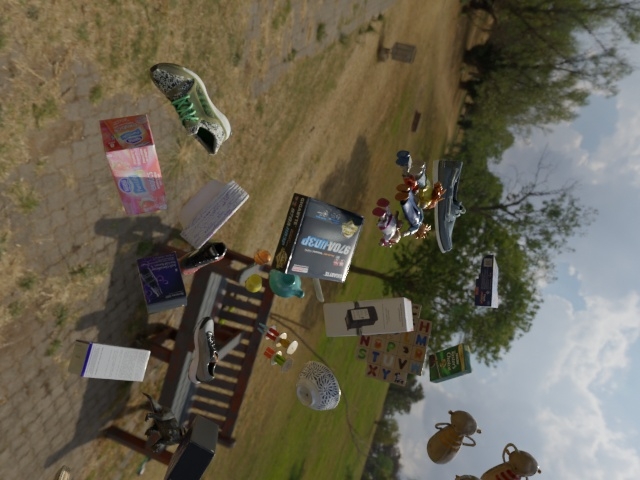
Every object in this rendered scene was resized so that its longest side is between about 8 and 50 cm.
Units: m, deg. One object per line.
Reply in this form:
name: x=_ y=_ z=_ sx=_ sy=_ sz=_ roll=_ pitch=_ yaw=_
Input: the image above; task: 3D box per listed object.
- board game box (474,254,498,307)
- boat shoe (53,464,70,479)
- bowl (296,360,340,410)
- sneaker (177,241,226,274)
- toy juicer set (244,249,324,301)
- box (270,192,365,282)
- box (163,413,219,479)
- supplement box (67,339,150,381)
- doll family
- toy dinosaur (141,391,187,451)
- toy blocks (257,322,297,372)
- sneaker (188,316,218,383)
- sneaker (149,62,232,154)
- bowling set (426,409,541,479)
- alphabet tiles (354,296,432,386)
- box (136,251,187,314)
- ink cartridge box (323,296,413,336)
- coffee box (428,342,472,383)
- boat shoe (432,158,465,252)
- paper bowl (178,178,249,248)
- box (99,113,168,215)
board game box: x=0.618 y=0.174 z=1.653 sx=0.194 sy=0.060 sz=0.194 roll=43 pitch=53 yaw=-55
boat shoe: x=-0.696 y=0.692 z=1.199 sx=0.063 sy=0.059 sz=0.170 roll=-50 pitch=-150 yaw=21
bowl: x=-0.026 y=0.487 z=1.457 sx=0.080 sy=0.170 sz=0.170 roll=-15 pitch=127 yaw=-47
sneaker: x=-0.566 y=0.077 z=2.147 sx=0.276 sy=0.097 sz=0.135 roll=-27 pitch=178 yaw=-39
toy juicer set: x=-0.140 y=0.140 z=1.883 sx=0.089 sy=0.329 sz=0.209 roll=124 pitch=-24 yaw=-62
box: x=0.000 y=0.000 z=1.039 sx=0.220 sy=0.051 sz=0.175 roll=15 pitch=94 yaw=-50
box: x=-0.446 y=0.747 z=1.551 sx=0.184 sy=0.103 sz=0.261 roll=-57 pitch=-173 yaw=-8
supplement box: x=-0.724 y=0.414 z=1.540 sx=0.220 sy=0.111 sz=0.113 roll=24 pitch=70 yaw=-46
doll family: x=0.236 y=-0.090 z=1.119 sx=0.262 sy=0.119 sz=0.163 roll=-63 pitch=142 yaw=-25
toy dinosaur: x=-0.630 y=0.750 z=1.812 sx=0.121 sy=0.314 sz=0.160 roll=-52 pitch=166 yaw=4
toy blocks: x=-0.154 y=0.345 z=1.467 sx=0.054 sy=0.148 sz=0.123 roll=-11 pitch=122 yaw=-53
sneaker: x=-0.466 y=0.450 z=1.850 sx=0.100 sy=0.108 sz=0.271 roll=45 pitch=42 yaw=-63
sneaker: x=-0.491 y=-0.491 z=1.714 sx=0.410 sy=0.158 sz=0.181 roll=48 pitch=30 yaw=-43
bowling set: x=0.301 y=0.453 z=0.752 sx=0.200 sy=0.287 sz=0.154 roll=-49 pitch=161 yaw=-47
alphabet tiles: x=0.305 y=0.420 z=1.883 sx=0.011 sy=0.286 sz=0.342 roll=45 pitch=58 yaw=-69
box: x=-0.626 y=0.168 z=1.770 sx=0.207 sy=0.153 sz=0.108 roll=66 pitch=-26 yaw=22
ink cartridge box: x=0.146 y=0.230 z=1.335 sx=0.172 sy=0.238 sz=0.100 roll=31 pitch=54 yaw=-70
coffee box: x=0.498 y=0.476 z=1.730 sx=0.184 sy=0.041 sz=0.113 roll=-38 pitch=-145 yaw=46
boat shoe: x=0.431 y=-0.113 z=1.490 sx=0.116 sy=0.099 sz=0.319 roll=-38 pitch=123 yaw=-68
paper bowl: x=-0.413 y=-0.114 z=1.666 sx=0.284 sy=0.148 sz=0.284 roll=-43 pitch=-167 yaw=12
box: x=-0.598 y=-0.237 z=1.451 sx=0.299 sy=0.142 sz=0.154 roll=103 pitch=-32 yaw=-54
